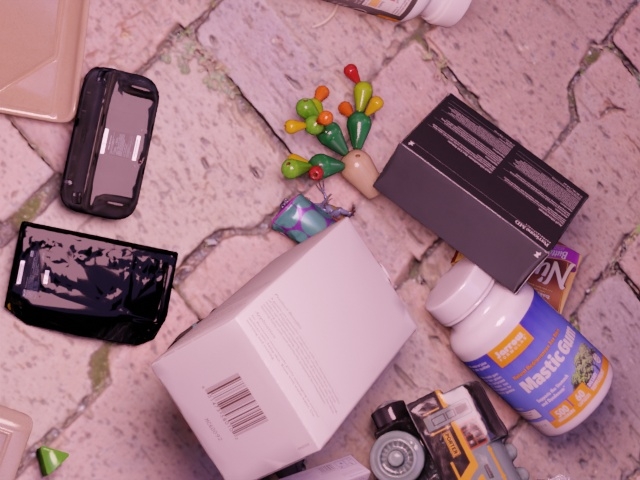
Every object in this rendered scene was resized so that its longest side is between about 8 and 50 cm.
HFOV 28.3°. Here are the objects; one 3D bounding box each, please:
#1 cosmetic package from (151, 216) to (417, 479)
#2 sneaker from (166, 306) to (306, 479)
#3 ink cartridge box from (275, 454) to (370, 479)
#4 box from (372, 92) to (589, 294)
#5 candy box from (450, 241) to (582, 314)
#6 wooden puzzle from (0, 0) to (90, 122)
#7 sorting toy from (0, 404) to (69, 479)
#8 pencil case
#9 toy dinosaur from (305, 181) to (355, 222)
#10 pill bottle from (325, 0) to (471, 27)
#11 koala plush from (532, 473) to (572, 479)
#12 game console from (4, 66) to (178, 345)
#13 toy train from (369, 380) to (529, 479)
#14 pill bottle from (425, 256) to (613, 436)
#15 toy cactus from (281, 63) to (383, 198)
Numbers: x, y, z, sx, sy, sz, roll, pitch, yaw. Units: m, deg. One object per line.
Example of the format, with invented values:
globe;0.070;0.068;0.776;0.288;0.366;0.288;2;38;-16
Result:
cosmetic package;-0.032;0.135;1.642;0.197;0.155;0.365;58;29;-4
sneaker;-0.111;0.227;1.736;0.106;0.101;0.267;-29;89;-7
ink cartridge box;-0.029;0.361;1.697;0.207;0.046;0.097;-9;124;-44
box;0.235;-0.072;1.849;0.261;0.103;0.184;38;39;7
candy box;0.304;0.030;1.957;0.186;0.053;0.109;30;70;-14
wooden puzzle;-0.439;-0.279;1.709;0.238;0.044;0.221;8;78;-17
sorting toy;-0.477;0.285;1.583;0.347;0.047;0.196;23;68;-18
pencil case;0.000;0.000;1.826;0.151;0.070;0.064;41;25;-10
toy dinosaur;0.010;-0.043;1.855;0.082;0.047;0.090;-5;94;-3
pill bottle;0.085;-0.417;1.887;0.278;0.162;0.162;14;75;-20
koala plush;0.357;0.426;1.843;0.221;0.196;0.203;39;57;-12
game console;-0.284;-0.049;1.702;0.213;0.044;0.362;13;85;-21
toy train;0.199;0.355;1.752;0.190;0.142;0.334;-28;74;5
pill bottle;0.289;0.150;1.873;0.272;0.152;0.152;42;67;-11
toy cactus;0.036;-0.143;1.848;0.180;0.112;0.219;50;46;-17
